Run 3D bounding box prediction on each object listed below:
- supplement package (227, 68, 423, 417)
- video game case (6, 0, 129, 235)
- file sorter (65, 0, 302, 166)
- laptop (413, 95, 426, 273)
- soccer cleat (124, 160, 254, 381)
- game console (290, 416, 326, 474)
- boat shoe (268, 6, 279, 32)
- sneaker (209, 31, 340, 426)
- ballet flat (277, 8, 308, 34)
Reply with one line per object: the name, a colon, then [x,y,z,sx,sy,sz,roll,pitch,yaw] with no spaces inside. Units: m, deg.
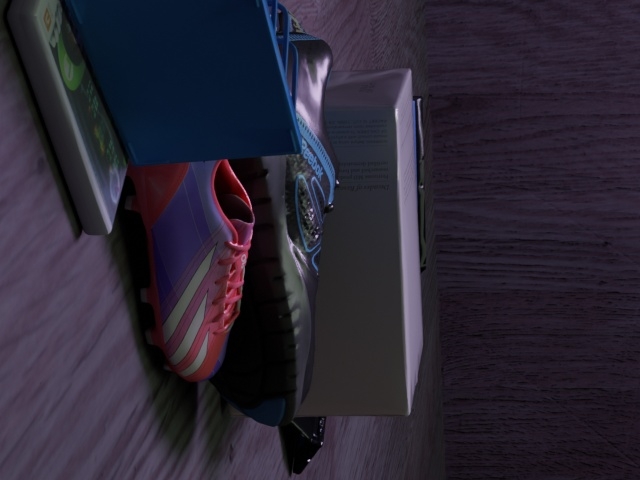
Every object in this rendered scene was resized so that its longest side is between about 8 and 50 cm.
supplement package: [0.000,0.000,1.433,0.177,0.175,0.293,-67,154,-71]
video game case: [-0.151,-0.129,0.998,0.190,0.022,0.173,79,14,-47]
file sorter: [-0.081,-0.143,0.998,0.170,0.118,0.104,75,14,-53]
laptop: [0.047,-0.057,1.851,0.264,0.137,0.234,-31,120,-79]
soccer cleat: [-0.087,0.014,1.147,0.083,0.095,0.248,-79,166,-51]
game console: [-0.029,0.187,1.751,0.122,0.071,0.107,-81,-164,-44]
boat shoe: [-0.073,-0.199,1.258,0.254,0.095,0.079,-5,96,-82]
sneaker: [-0.032,-0.004,1.246,0.140,0.125,0.340,-31,131,-43]
ballet flat: [-0.019,-0.165,1.679,0.070,0.070,0.188,55,35,-74]
